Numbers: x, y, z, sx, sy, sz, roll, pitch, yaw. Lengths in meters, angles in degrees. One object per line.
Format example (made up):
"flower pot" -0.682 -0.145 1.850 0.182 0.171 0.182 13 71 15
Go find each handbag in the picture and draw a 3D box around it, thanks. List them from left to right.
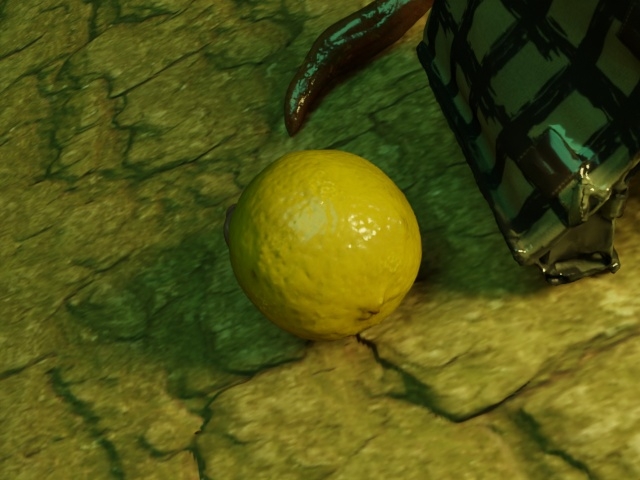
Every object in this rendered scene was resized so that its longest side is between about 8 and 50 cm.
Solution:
"handbag" 0.229 -0.185 0.734 0.163 0.325 0.327 5 49 -19

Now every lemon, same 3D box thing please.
"lemon" 0.000 0.000 0.809 0.178 0.178 0.203 -39 47 -3

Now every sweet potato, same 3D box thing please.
"sweet potato" 0.037 -0.237 1.060 0.255 0.058 0.078 -41 66 1

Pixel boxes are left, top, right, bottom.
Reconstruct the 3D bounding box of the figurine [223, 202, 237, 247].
"figurine" -0.069 -0.009 0.931 0.083 0.071 0.067 57 134 52
